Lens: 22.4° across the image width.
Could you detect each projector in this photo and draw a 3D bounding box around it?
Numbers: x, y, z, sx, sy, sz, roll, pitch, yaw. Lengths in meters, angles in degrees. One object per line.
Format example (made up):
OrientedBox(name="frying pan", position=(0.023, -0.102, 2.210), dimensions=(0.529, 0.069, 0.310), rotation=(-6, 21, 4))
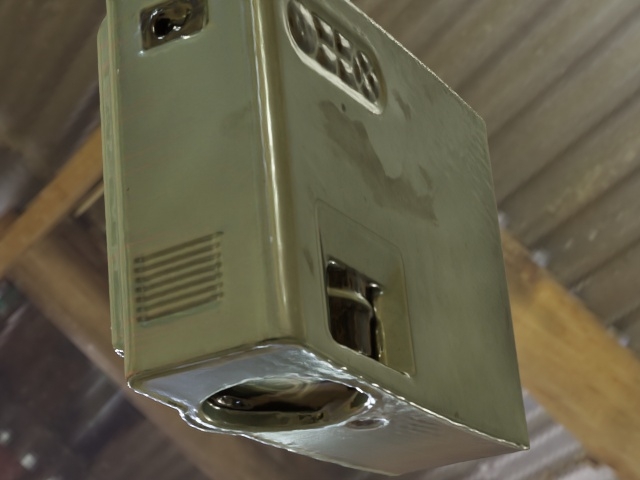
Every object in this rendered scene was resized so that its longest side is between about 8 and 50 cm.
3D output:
OrientedBox(name="projector", position=(0.000, 0.000, 0.454), dimensions=(0.061, 0.115, 0.147), rotation=(-18, -25, 25))
